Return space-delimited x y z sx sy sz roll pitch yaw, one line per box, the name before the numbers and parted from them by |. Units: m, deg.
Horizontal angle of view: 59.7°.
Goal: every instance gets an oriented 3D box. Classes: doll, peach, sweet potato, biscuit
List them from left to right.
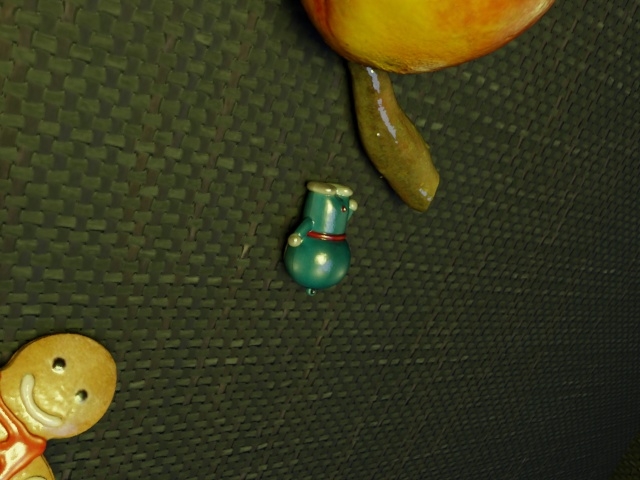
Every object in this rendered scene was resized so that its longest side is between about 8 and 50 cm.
biscuit | -0.349 0.199 0.544 0.324 0.049 0.205 -29 92 -38
doll | 0.000 0.000 0.719 0.114 0.085 0.151 -4 109 -45
sweet potato | 0.084 -0.139 0.702 0.077 0.077 0.243 -40 122 -8
peach | 0.108 -0.277 0.523 0.281 0.238 0.281 -29 153 -16
